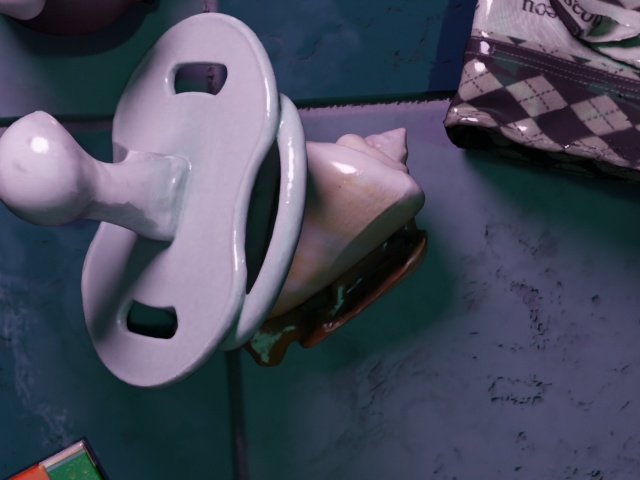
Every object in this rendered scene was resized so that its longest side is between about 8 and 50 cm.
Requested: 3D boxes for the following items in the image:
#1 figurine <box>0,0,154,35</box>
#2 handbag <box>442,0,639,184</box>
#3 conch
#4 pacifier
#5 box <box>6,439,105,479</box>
[{"bbox_3d":[-0.163,-0.324,1.676,0.365,0.218,0.206,-30,66,-7],"label":"figurine"},{"bbox_3d":[0.319,-0.246,1.704,0.316,0.180,0.416,18,90,13],"label":"handbag"},{"bbox_3d":[-0.003,-0.008,1.739,0.255,0.127,0.158,-42,134,15],"label":"conch"},{"bbox_3d":[-0.157,-0.043,1.625,0.269,0.288,0.343,10,86,-41],"label":"pacifier"},{"bbox_3d":[-0.226,0.321,1.751,0.132,0.034,0.235,-27,92,-4],"label":"box"}]
